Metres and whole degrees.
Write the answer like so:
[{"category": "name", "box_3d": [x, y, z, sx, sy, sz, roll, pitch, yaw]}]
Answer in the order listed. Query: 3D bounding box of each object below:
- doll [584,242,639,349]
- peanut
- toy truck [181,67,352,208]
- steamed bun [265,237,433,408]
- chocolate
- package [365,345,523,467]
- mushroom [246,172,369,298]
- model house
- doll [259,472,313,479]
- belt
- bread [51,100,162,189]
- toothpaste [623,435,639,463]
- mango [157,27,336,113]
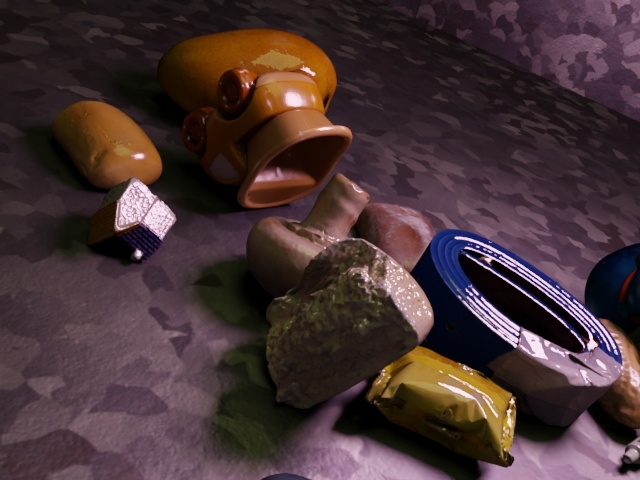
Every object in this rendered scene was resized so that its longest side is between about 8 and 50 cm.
[{"category": "doll", "box_3d": [0.584, 0.094, 1.421, 0.186, 0.199, 0.322, 60, -5, 8]}, {"category": "peanut", "box_3d": [0.484, 0.214, 1.312, 0.108, 0.095, 0.226, 15, 31, -12]}, {"category": "toy truck", "box_3d": [-0.096, -0.190, 1.447, 0.204, 0.288, 0.211, -9, 66, -44]}, {"category": "steamed bun", "box_3d": [0.020, 0.106, 1.059, 0.170, 0.226, 0.200, 53, 19, -1]}, {"category": "chocolate", "box_3d": [0.158, 0.003, 1.461, 0.161, 0.083, 0.261, 9, 32, -18]}, {"category": "package", "box_3d": [0.171, 0.219, 1.104, 0.226, 0.090, 0.168, 27, 27, 4]}, {"category": "mushroom", "box_3d": [0.001, 0.017, 1.221, 0.206, 0.209, 0.206, 32, 33, -25]}, {"category": "model house", "box_3d": [-0.291, -0.020, 1.217, 0.101, 0.088, 0.100, 44, 47, -26]}, {"category": "doll", "box_3d": [0.019, 0.334, 0.756, 0.228, 0.154, 0.258, 39, 16, -51]}, {"category": "belt", "box_3d": [0.294, 0.130, 1.256, 0.347, 0.117, 0.212, 39, 39, 12]}, {"category": "bread", "box_3d": [-0.369, -0.174, 1.395, 0.147, 0.098, 0.217, -8, 41, -47]}, {"category": "toothpaste", "box_3d": [0.517, 0.310, 1.241, 0.204, 0.031, 0.049, -7, 43, -45]}, {"category": "mango", "box_3d": [-0.155, -0.335, 1.689, 0.378, 0.221, 0.263, 7, 34, -5]}]
